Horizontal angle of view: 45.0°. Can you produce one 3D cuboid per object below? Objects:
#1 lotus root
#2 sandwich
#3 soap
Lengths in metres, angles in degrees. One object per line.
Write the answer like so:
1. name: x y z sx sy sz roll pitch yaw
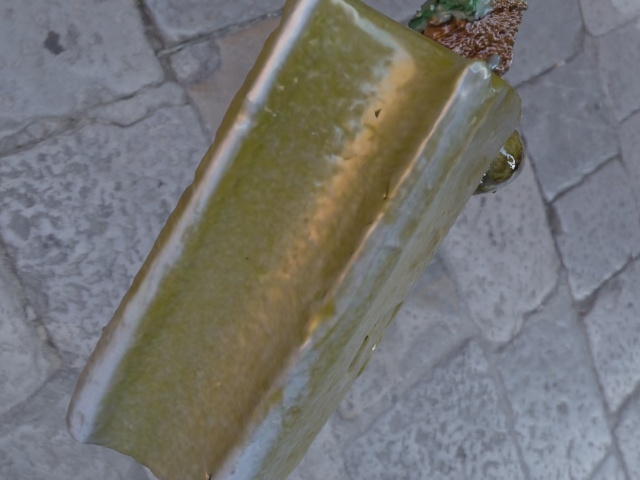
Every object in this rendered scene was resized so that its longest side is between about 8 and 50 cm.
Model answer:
1. lotus root: 0.200 -0.100 0.947 0.190 0.108 0.095 -2 100 -66
2. sandwich: 0.210 -0.273 1.002 0.184 0.109 0.160 -32 105 -38
3. soap: 0.000 0.000 0.568 0.335 0.156 0.293 -58 172 9
